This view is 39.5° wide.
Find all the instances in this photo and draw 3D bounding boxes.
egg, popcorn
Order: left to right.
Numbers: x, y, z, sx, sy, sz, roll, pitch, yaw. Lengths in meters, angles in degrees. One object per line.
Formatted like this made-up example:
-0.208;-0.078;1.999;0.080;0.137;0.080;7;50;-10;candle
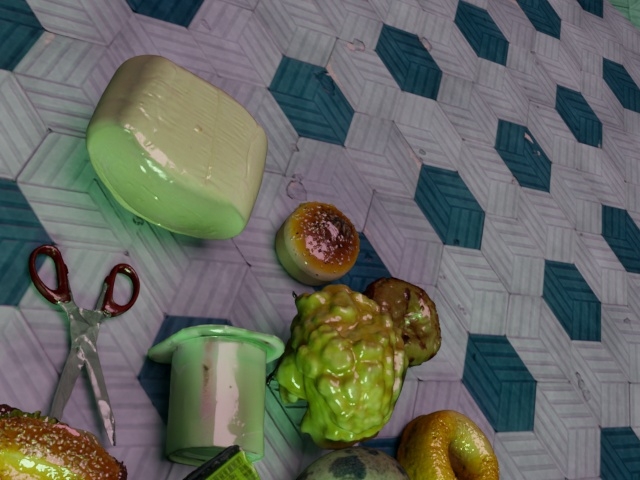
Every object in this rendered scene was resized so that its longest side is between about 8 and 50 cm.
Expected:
0.022;0.167;1.172;0.170;0.189;0.218;14;32;-11;popcorn
0.034;0.330;1.107;0.182;0.141;0.141;-8;67;-36;egg

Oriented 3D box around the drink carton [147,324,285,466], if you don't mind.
-0.122;0.192;1.071;0.146;0.144;0.142;18;57;-32;drink carton

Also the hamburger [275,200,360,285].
0.000;0.000;1.352;0.126;0.081;0.141;50;42;-2;hamburger

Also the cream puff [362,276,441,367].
0.114;0.130;1.362;0.149;0.084;0.149;19;53;-27;cream puff

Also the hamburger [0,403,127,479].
-0.282;0.249;0.902;0.166;0.087;0.137;31;63;-15;hamburger

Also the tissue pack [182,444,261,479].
-0.180;0.318;0.899;0.073;0.173;0.235;51;42;8;tissue pack

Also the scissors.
-0.279;0.120;1.054;0.144;0.017;0.247;17;48;-33;scissors

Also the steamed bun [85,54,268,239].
-0.199;-0.113;1.200;0.250;0.155;0.200;33;47;-28;steamed bun

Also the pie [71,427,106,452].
-0.272;0.246;0.981;0.084;0.020;0.084;22;50;-29;pie

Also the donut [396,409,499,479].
0.193;0.334;1.296;0.174;0.075;0.190;43;42;-10;donut
